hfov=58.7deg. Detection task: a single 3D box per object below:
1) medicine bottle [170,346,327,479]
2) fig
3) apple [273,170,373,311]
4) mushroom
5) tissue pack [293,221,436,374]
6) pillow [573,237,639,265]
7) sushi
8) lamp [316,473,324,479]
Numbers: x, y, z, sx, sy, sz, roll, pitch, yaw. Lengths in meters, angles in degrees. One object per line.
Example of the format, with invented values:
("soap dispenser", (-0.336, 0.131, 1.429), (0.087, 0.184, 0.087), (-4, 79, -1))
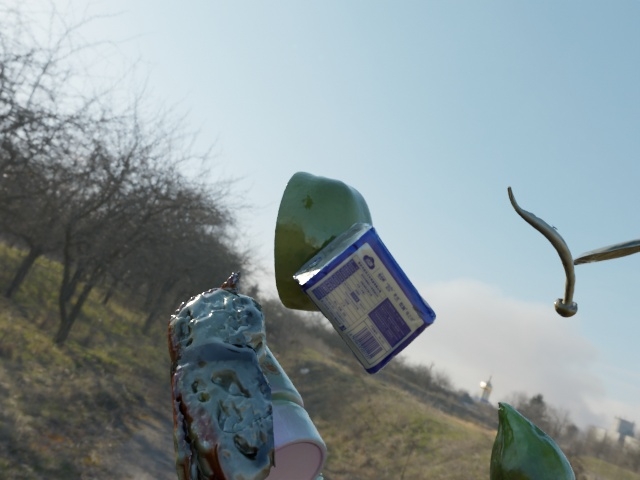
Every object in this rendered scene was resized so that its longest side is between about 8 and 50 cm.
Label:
("medicine bottle", (-0.161, 0.353, 1.216), (0.219, 0.219, 0.388), (32, 10, -44))
("fig", (0.396, 0.434, 1.056), (0.167, 0.234, 0.167), (15, -21, 6))
("apple", (0.000, 0.000, 1.474), (0.311, 0.361, 0.320), (5, -3, -21))
("mushroom", (0.409, 0.027, 1.011), (0.068, 0.043, 0.306), (-15, -58, 28))
("tissue pack", (0.095, 0.123, 1.250), (0.270, 0.209, 0.137), (52, -11, -16))
("pillow", (0.648, 0.023, 1.245), (0.217, 0.033, 0.130), (-13, -12, -1))
("sushi", (-0.117, 0.175, 0.696), (0.129, 0.124, 0.332), (-4, 38, -14))
("lamp", (-0.044, 0.619, 1.336), (0.106, 0.193, 0.106), (0, -34, 0))
